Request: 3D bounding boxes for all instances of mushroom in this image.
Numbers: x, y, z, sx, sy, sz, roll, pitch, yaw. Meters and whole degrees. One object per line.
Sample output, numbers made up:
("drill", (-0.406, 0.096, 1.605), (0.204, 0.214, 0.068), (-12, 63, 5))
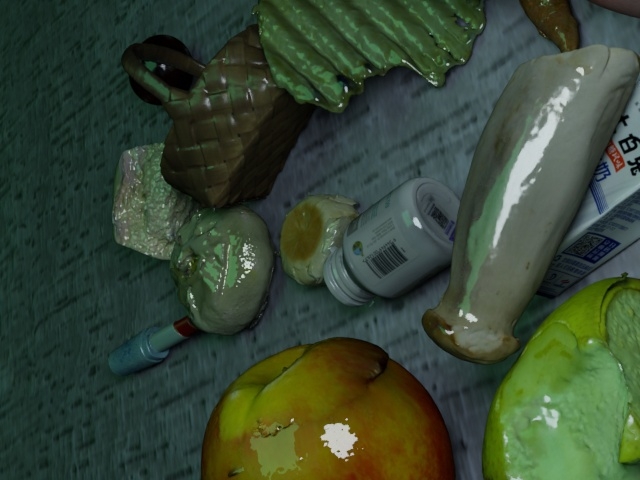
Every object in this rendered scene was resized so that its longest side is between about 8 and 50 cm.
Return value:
("mushroom", (0.235, -0.052, 1.359), (0.154, 0.137, 0.407), (25, 90, 38))

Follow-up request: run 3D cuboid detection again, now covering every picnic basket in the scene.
("picnic basket", (-0.191, -0.248, 1.954), (0.337, 0.293, 0.337), (3, 99, 21))

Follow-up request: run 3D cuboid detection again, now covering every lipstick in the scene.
("lipstick", (-0.311, 0.195, 2.175), (0.274, 0.061, 0.068), (-30, 54, 43))

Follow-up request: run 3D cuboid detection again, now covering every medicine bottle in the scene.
("medicine bottle", (0.104, 0.011, 1.663), (0.215, 0.135, 0.135), (-36, 52, 38))

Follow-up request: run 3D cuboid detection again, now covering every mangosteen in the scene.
("mangosteen", (-0.336, -0.351, 2.322), (0.152, 0.153, 0.152), (-21, 63, 46))

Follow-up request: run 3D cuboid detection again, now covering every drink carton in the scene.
("drink carton", (0.351, -0.064, 1.410), (0.315, 0.107, 0.130), (-41, 51, 34))

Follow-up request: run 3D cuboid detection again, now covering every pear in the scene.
("pear", (0.294, 0.212, 1.334), (0.282, 0.176, 0.286), (-41, 48, 38))

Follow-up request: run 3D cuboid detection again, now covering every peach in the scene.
("peach", (0.015, 0.321, 1.531), (0.370, 0.370, 0.369), (-21, 63, 46))

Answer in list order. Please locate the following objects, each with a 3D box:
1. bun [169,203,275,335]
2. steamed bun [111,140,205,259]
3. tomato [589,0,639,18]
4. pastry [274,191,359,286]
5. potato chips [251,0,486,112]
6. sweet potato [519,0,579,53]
("bun", (-0.182, 0.044, 2.001), (0.239, 0.141, 0.239), (-18, 67, 49))
("steamed bun", (-0.318, -0.075, 2.190), (0.200, 0.170, 0.225), (-4, 76, 45))
("tomato", (0.383, -0.402, 1.315), (0.322, 0.322, 0.321), (-21, 63, 46))
("pastry", (0.000, 0.000, 1.835), (0.166, 0.088, 0.165), (-19, 65, 47))
("potato chips", (0.077, -0.390, 1.811), (0.373, 0.097, 0.389), (-20, 54, 9))
("sweet potato", (0.318, -0.314, 1.576), (0.068, 0.060, 0.205), (91, 164, -52))
